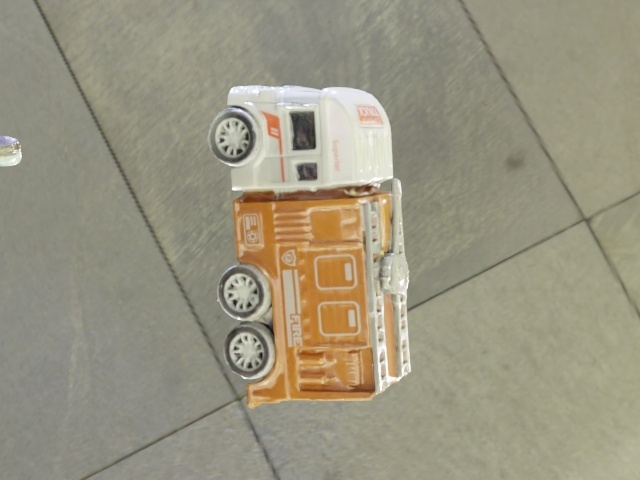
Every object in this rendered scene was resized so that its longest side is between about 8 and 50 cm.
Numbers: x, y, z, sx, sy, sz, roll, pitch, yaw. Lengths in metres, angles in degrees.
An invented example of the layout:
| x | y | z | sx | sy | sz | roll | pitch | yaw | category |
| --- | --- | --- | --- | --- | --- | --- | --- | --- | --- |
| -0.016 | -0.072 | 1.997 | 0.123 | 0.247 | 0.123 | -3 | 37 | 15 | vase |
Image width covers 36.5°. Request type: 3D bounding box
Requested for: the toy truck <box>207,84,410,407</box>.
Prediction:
| x | y | z | sx | sy | sz | roll | pitch | yaw | category |
| --- | --- | --- | --- | --- | --- | --- | --- | --- | --- |
| 0.000 | 0.000 | 1.186 | 0.173 | 0.207 | 0.387 | -15 | 102 | -65 | toy truck |

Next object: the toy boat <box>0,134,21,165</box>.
| x | y | z | sx | sy | sz | roll | pitch | yaw | category |
| --- | --- | --- | --- | --- | --- | --- | --- | --- | --- |
| -0.473 | -0.113 | 1.343 | 0.059 | 0.066 | 0.140 | 36 | 25 | 28 | toy boat |
